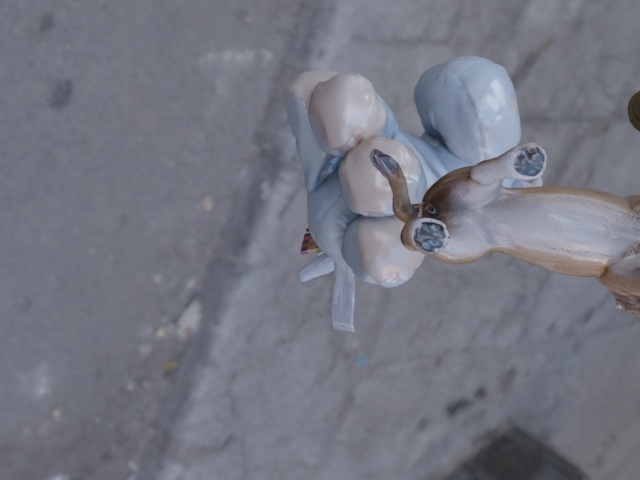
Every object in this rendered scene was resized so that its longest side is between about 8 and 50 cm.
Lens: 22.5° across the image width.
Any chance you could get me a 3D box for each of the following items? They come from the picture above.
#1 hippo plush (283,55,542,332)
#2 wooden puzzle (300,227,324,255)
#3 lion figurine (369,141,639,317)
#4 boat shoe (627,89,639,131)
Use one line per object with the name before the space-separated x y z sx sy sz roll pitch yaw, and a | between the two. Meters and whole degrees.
hippo plush | 0.113 -0.058 1.631 0.237 0.234 0.294 -16 124 -16
wooden puzzle | 0.000 0.000 2.141 0.083 0.049 0.006 -77 152 -60
lion figurine | 0.209 -0.007 1.440 0.240 0.392 0.142 170 -61 -81
boat shoe | 0.343 -0.118 1.387 0.049 0.152 0.056 -21 105 -61
